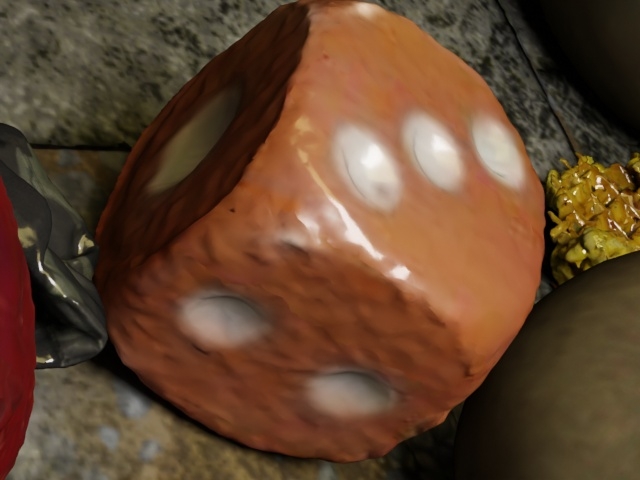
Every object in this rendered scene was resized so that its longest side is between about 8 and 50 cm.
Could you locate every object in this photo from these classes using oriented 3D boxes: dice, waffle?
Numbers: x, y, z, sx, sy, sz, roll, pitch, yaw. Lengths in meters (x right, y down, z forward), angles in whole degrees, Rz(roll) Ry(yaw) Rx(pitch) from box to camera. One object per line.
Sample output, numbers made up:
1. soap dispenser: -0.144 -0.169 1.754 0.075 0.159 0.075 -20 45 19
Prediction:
1. dice: 0.000 0.000 0.881 0.179 0.175 0.174 40 41 -24
2. waffle: 0.233 0.021 1.167 0.197 0.070 0.193 27 42 -22

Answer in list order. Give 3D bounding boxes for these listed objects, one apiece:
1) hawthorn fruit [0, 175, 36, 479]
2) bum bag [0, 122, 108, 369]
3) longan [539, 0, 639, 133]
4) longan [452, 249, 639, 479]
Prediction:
1. hawthorn fruit: -0.202 0.011 0.559 0.230 0.266 0.210 -3 62 -20
2. bum bag: -0.249 -0.015 0.748 0.340 0.095 0.144 7 41 -33
3. longan: 0.316 -0.232 1.294 0.361 0.361 0.361 24 42 -24
4. longan: 0.183 0.109 0.909 0.248 0.248 0.248 24 42 -24
